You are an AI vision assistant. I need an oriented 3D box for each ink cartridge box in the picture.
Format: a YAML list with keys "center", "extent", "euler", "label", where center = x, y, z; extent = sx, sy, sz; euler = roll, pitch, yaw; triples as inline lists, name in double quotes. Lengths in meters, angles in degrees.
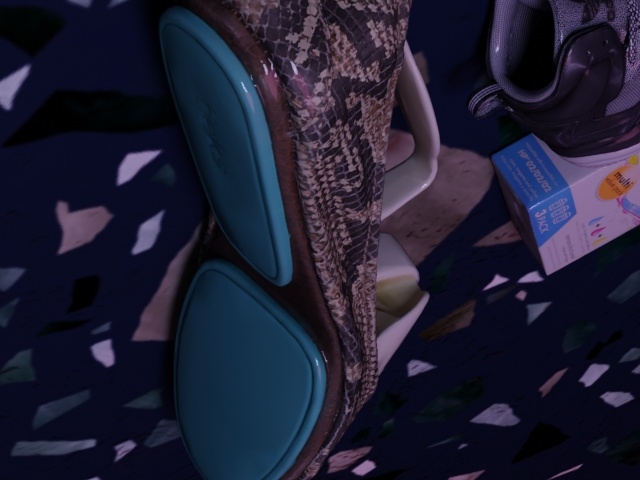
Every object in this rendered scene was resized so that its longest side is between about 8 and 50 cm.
- center: [0.230, -0.061, 0.999]
  extent: [0.181, 0.061, 0.104]
  euler: [-30, 146, 1]
  label: "ink cartridge box"

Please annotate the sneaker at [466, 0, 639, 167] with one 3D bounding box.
- center: [0.209, -0.154, 0.828]
  extent: [0.153, 0.101, 0.268]
  euler: [8, 134, -44]
  label: "sneaker"

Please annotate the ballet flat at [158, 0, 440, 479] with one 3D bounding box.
- center: [0.000, 0.000, 0.854]
  extent: [0.182, 0.164, 0.482]
  euler: [-30, 147, -26]
  label: "ballet flat"
